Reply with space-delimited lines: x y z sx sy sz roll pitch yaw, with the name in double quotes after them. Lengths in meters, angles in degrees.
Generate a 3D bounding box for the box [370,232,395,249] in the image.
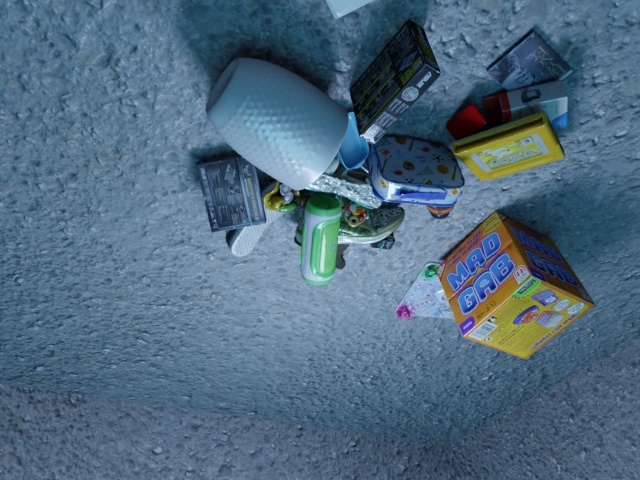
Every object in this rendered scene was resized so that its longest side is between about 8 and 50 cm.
0.235 -0.007 2.199 0.083 0.062 0.052 6 138 -16 "box"

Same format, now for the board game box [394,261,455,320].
0.578 0.249 2.569 0.389 0.050 0.390 6 139 -16 "board game box"

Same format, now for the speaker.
0.000 0.000 1.933 0.131 0.131 0.297 0 122 -9 "speaker"

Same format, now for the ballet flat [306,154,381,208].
0.054 -0.221 1.876 0.408 0.147 0.147 15 136 -33 "ballet flat"

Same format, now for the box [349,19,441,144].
0.193 -0.429 1.563 0.060 0.216 0.270 20 132 -30 "box"

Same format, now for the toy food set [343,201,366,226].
0.118 -0.095 1.981 0.083 0.083 0.020 -34 -178 -10 "toy food set"

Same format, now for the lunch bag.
0.291 -0.211 1.819 0.303 0.243 0.115 2 139 -13 "lunch bag"

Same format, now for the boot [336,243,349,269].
0.080 0.033 2.209 0.106 0.082 0.219 -17 138 16 "boot"

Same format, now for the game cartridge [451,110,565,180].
0.603 -0.283 1.824 0.285 0.053 0.323 -16 159 29 "game cartridge"

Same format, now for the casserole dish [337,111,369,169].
0.085 -0.310 1.778 0.114 0.037 0.188 -40 128 -21 "casserole dish"

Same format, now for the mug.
-0.159 -0.331 1.622 0.328 0.276 0.374 30 159 -26 "mug"

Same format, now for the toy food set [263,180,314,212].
-0.081 -0.148 1.897 0.217 0.071 0.128 -20 140 -33 "toy food set"

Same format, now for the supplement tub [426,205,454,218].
0.417 -0.163 2.005 0.105 0.106 0.198 -9 140 2 "supplement tub"

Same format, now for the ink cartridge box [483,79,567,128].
0.624 -0.392 1.754 0.230 0.078 0.134 -11 146 17 "ink cartridge box"

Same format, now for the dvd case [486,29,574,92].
0.620 -0.499 1.698 0.221 0.018 0.164 25 131 -34 "dvd case"

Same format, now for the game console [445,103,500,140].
0.486 -0.352 1.791 0.124 0.085 0.144 -1 163 -25 "game console"

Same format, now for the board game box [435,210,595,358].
0.734 0.177 2.221 0.356 0.356 0.357 22 124 -27 "board game box"

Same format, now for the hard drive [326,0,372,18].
0.059 -0.700 1.354 0.202 0.040 0.307 -21 138 16 "hard drive"

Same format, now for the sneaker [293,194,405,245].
0.099 -0.090 2.033 0.409 0.158 0.182 -10 123 -4 "sneaker"

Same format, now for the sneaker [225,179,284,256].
-0.222 -0.103 1.981 0.321 0.127 0.126 -49 134 8 "sneaker"

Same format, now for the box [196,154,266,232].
-0.285 -0.154 1.857 0.182 0.056 0.231 -10 106 2 "box"
